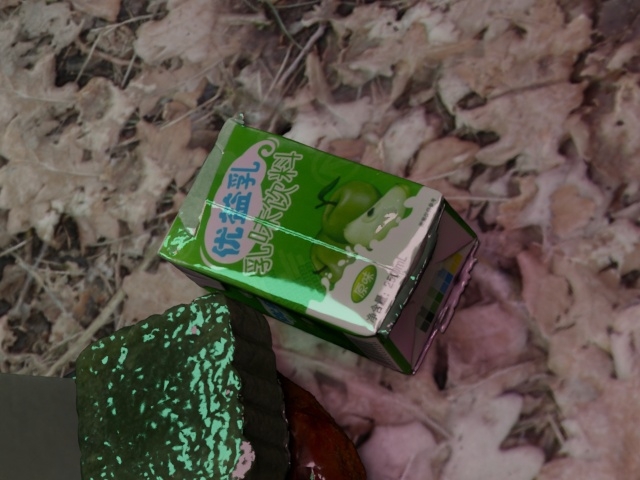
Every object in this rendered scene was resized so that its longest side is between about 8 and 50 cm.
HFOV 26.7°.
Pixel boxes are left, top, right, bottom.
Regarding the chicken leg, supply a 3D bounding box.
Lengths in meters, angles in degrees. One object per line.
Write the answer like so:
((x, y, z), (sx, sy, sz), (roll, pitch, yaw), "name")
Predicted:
((-0.030, 0.218, 1.204), (0.158, 0.096, 0.407), (-32, 54, 29), "chicken leg")

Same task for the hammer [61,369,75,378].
((-0.271, 0.162, 1.366), (0.246, 0.029, 0.103), (-29, 58, 7), "hammer")

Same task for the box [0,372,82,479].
((-0.323, 0.294, 1.176), (0.373, 0.090, 0.367), (7, 62, -21), "box")

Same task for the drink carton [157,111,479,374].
((0.000, 0.000, 1.275), (0.271, 0.108, 0.161), (20, 76, 29), "drink carton")

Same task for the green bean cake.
((-0.119, 0.156, 1.178), (0.185, 0.094, 0.183), (-25, 58, 30), "green bean cake")
